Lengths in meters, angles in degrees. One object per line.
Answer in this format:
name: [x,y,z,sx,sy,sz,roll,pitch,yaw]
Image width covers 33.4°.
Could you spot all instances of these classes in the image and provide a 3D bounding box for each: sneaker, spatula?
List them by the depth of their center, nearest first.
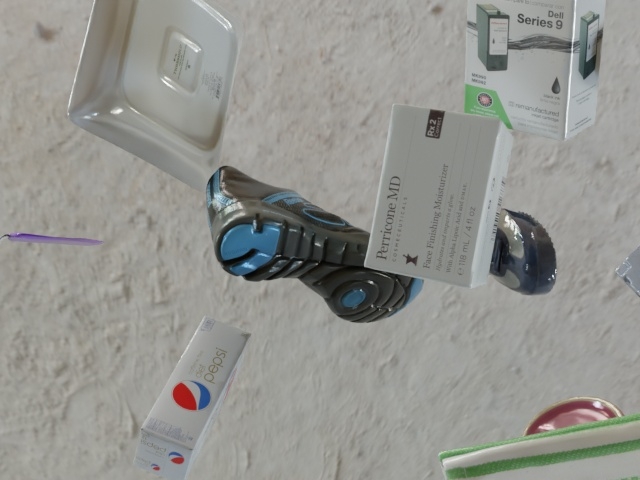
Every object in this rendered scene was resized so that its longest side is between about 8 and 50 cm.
spatula: [-0.363,0.020,1.055,0.296,0.084,0.030,-13,92,-22]
sneaker: [0.000,0.000,1.360,0.125,0.341,0.139,-46,43,21]
sneaker: [0.199,-0.007,1.475,0.131,0.319,0.112,-5,113,-22]

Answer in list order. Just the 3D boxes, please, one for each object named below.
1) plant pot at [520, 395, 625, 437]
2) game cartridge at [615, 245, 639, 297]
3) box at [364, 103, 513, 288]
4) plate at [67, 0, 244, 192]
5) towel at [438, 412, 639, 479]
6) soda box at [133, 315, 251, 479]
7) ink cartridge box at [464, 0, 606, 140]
plant pot: [0.324,0.291,1.253,0.201,0.201,0.180,-39,120,-17]
game cartridge: [0.658,0.086,1.760,0.196,0.060,0.294,-44,56,10]
box: [0.135,-0.046,1.179,0.119,0.182,0.181,10,92,14]
plate: [-0.198,-0.236,1.424,0.045,0.278,0.277,-3,70,34]
towel: [0.246,0.303,0.867,0.248,0.038,0.324,-14,97,7]
soda box: [-0.157,0.194,1.327,0.069,0.074,0.216,21,38,4]
ink cartridge box: [0.364,-0.341,1.829,0.211,0.289,0.121,19,34,36]
